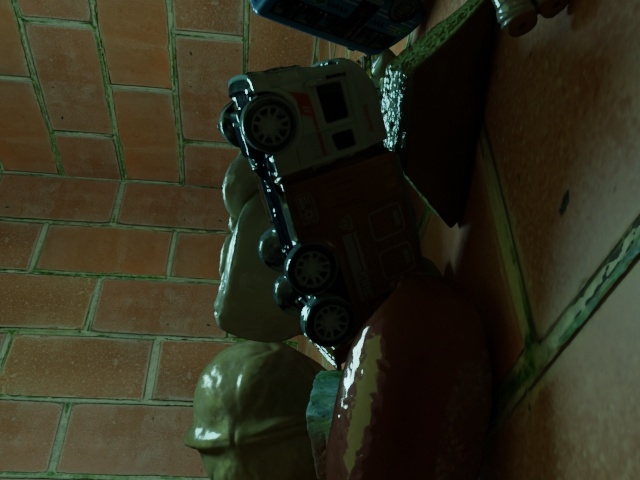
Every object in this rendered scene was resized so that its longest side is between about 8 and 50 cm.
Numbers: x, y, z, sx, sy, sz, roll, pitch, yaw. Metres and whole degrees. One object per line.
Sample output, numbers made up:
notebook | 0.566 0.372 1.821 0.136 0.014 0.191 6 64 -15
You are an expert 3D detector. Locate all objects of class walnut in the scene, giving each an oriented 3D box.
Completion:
walnut | -0.109 0.383 1.362 0.381 0.382 0.380 -176 90 -85

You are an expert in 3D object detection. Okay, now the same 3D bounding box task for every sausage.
sausage | 0.081 0.158 0.597 0.148 0.148 0.254 -146 67 -84

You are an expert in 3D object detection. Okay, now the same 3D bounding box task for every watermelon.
watermelon | 0.054 0.362 1.044 0.193 0.140 0.256 -79 -13 -69

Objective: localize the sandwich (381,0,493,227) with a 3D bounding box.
sandwich | 0.121 -0.135 0.694 0.094 0.096 0.257 -111 22 -64

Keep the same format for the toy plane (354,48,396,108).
toy plane | 0.078 -0.247 1.129 0.286 0.108 0.091 103 169 -72

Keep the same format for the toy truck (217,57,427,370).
toy truck | 0.013 -0.038 0.682 0.136 0.162 0.305 -151 43 -69

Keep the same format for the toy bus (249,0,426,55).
toy bus | 0.023 -0.353 0.913 0.134 0.247 0.113 -40 55 41

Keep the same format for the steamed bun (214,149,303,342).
steamed bun | 0.000 0.000 1.017 0.368 0.255 0.342 -35 -53 -66

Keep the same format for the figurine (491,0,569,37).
figurine | 0.128 -0.252 0.525 0.197 0.147 0.093 63 -166 9

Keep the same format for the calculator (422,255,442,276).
calculator | 0.128 0.145 0.747 0.157 0.033 0.236 103 166 -54
